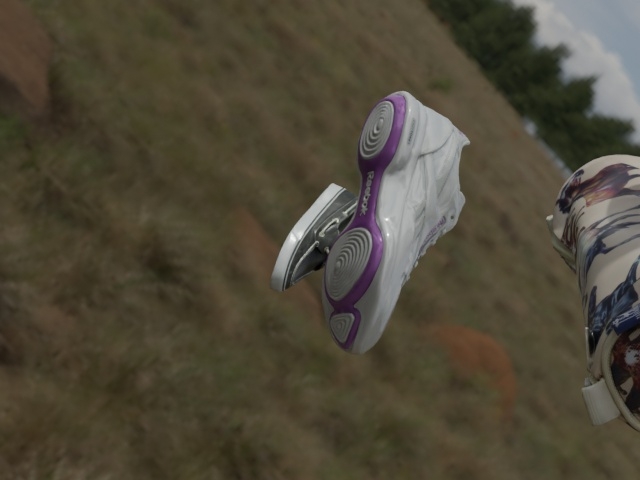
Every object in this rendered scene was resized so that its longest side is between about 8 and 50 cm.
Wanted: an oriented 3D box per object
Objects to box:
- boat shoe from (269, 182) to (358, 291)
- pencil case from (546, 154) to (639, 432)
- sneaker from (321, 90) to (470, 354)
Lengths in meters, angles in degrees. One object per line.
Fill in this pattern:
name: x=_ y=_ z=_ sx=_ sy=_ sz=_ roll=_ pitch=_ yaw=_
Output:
boat shoe: x=0.000 y=0.000 z=2.077 sx=0.070 sy=0.219 sz=0.077 roll=25 pitch=-39 yaw=13
pencil case: x=0.341 y=0.046 z=1.515 sx=0.410 sy=0.184 sz=0.160 roll=-86 pitch=165 yaw=-67
sneaker: x=0.099 y=-0.010 z=1.638 sx=0.152 sy=0.305 sz=0.114 roll=22 pitch=-10 yaw=-34
